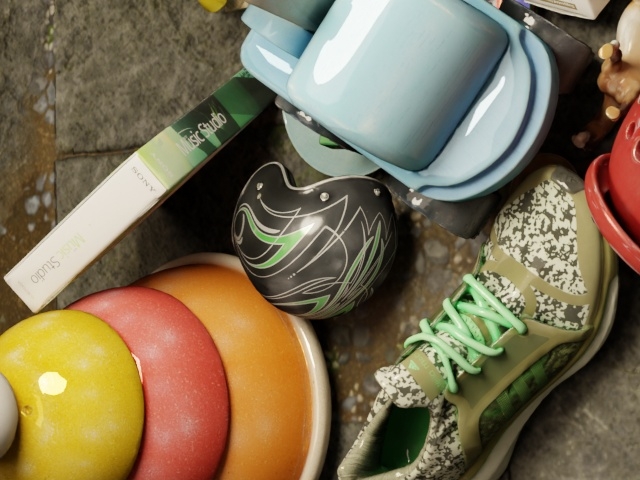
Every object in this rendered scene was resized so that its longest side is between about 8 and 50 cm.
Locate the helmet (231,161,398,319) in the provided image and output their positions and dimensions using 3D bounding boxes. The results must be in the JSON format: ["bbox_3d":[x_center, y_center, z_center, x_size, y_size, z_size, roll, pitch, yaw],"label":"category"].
[{"bbox_3d":[0.000,0.000,1.769,0.161,0.169,0.169,32,107,46],"label":"helmet"}]

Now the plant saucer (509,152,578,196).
[{"bbox_3d":[0.227,-0.045,1.680,0.083,0.015,0.083,-2,86,38],"label":"plant saucer"}]

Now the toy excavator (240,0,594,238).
[{"bbox_3d":[-0.002,-0.208,1.502,0.433,0.445,0.222,36,99,16],"label":"toy excavator"}]

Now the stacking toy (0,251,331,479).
[{"bbox_3d":[-0.253,0.178,1.753,0.350,0.480,0.351,-3,85,39],"label":"stacking toy"}]

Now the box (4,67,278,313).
[{"bbox_3d":[-0.187,-0.065,1.832,0.058,0.322,0.232,47,120,-5],"label":"box"}]

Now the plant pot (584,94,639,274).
[{"bbox_3d":[0.340,-0.059,1.484,0.174,0.191,0.191,-49,60,33],"label":"plant pot"}]

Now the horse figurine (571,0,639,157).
[{"bbox_3d":[0.299,-0.201,1.561,0.066,0.174,0.263,21,93,14],"label":"horse figurine"}]

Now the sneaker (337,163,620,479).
[{"bbox_3d":[0.142,0.113,1.607,0.158,0.182,0.410,41,121,30],"label":"sneaker"}]

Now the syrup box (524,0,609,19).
[{"bbox_3d":[0.214,-0.326,1.563,0.096,0.237,0.093,23,65,42],"label":"syrup box"}]

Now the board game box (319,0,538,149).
[{"bbox_3d":[0.117,-0.248,1.723,0.213,0.046,0.317,4,89,21],"label":"board game box"}]

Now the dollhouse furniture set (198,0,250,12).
[{"bbox_3d":[-0.051,-0.414,1.811,0.286,0.198,0.303,-3,85,39],"label":"dollhouse furniture set"}]

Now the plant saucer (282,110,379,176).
[{"bbox_3d":[0.043,-0.163,1.822,0.195,0.037,0.195,-2,86,39],"label":"plant saucer"}]
